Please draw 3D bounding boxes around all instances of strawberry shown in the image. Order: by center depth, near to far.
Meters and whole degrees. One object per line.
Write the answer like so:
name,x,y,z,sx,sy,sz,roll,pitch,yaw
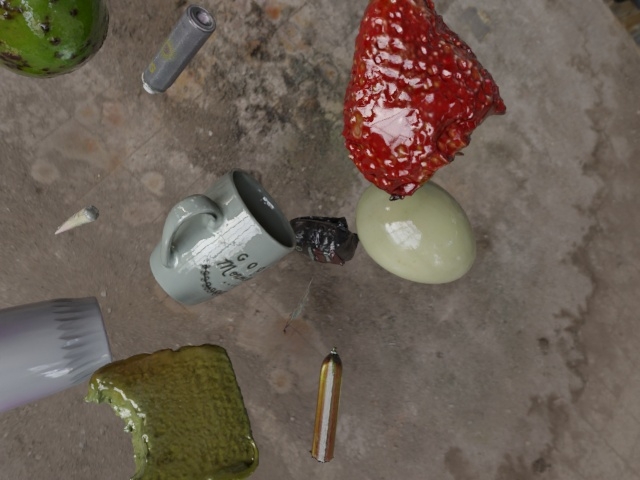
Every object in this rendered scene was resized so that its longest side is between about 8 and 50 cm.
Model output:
strawberry,0.131,-0.212,0.764,0.257,0.261,0.261,43,68,-2

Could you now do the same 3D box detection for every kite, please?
kite,-0.074,0.217,1.610,0.015,0.245,0.141,26,52,-3

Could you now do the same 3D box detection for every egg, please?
egg,0.183,-0.018,0.970,0.253,0.188,0.189,37,69,-11

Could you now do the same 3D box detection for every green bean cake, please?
green bean cake,-0.242,0.301,0.815,0.232,0.124,0.236,-6,63,-32

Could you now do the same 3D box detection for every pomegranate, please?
pomegranate,-0.327,-0.311,0.606,0.263,0.211,0.211,-22,90,-6

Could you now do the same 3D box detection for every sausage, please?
sausage,0.022,0.494,1.554,0.082,0.082,0.372,1,104,-23

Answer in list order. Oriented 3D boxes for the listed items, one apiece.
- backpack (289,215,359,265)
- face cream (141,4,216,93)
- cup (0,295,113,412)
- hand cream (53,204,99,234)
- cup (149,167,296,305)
backpack,0.000,0.001,1.204,0.120,0.165,0.106,42,56,-56
face cream,-0.347,-0.437,1.205,0.073,0.283,0.073,20,57,-35
cup,-0.739,0.284,1.287,0.371,0.253,0.254,-14,87,-26
hand cream,-0.622,-0.054,1.299,0.039,0.143,0.061,54,32,-32
cup,-0.205,-0.002,0.922,0.234,0.258,0.186,-36,68,11
